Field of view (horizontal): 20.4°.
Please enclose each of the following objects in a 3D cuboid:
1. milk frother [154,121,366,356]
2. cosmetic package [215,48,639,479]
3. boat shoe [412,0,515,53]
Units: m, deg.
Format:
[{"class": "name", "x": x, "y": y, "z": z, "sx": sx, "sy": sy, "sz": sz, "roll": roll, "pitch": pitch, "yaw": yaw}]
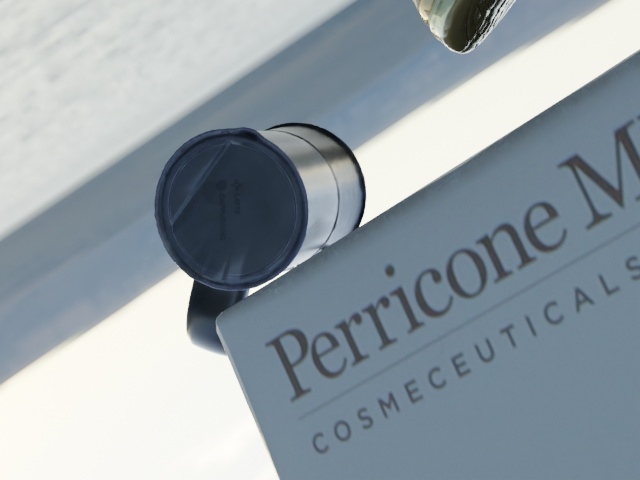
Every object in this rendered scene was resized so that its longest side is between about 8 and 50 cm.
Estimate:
[{"class": "milk frother", "x": 0.000, "y": 0.000, "z": 0.967, "sx": 0.143, "sy": 0.129, "sz": 0.135, "roll": -1, "pitch": -175, "yaw": 15}, {"class": "cosmetic package", "x": 0.230, "y": 0.127, "z": 0.757, "sx": 0.329, "sy": 0.393, "sz": 0.327, "roll": -33, "pitch": 164, "yaw": 33}, {"class": "boat shoe", "x": 0.043, "y": -0.091, "z": 0.522, "sx": 0.050, "sy": 0.045, "sz": 0.135, "roll": -59, "pitch": 175, "yaw": 23}]
